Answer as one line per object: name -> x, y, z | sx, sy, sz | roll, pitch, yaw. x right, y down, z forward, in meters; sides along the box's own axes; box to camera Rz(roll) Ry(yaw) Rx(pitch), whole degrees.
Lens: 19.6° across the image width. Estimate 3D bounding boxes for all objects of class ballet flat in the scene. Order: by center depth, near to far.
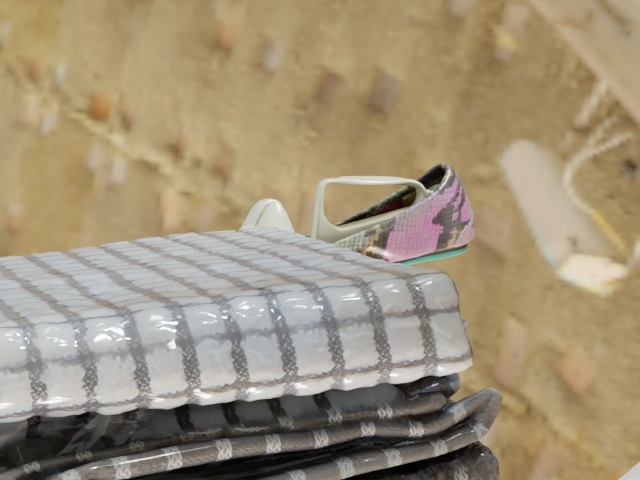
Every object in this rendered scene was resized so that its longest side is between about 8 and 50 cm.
ballet flat -> 0.000, 0.000, 1.254 | 0.077, 0.222, 0.079 | -155, -132, -67

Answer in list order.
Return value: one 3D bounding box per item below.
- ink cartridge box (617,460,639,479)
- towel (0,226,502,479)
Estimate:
ink cartridge box -> 0.325, 0.243, 1.258 | 0.278, 0.201, 0.117 | 16, -70, 28
towel -> -0.081, 0.070, 0.743 | 0.284, 0.235, 0.121 | -168, -109, -70
